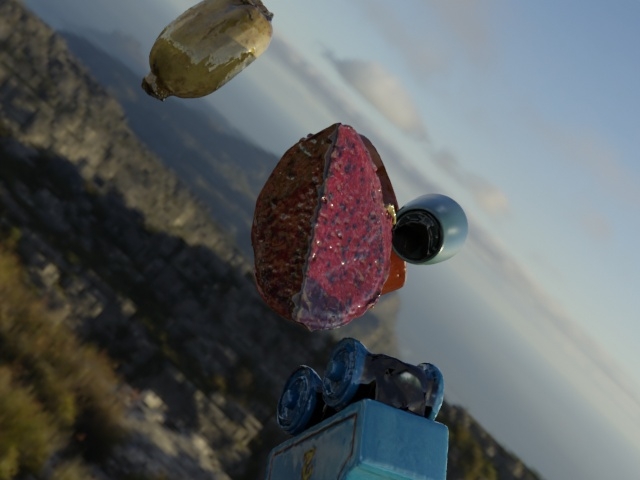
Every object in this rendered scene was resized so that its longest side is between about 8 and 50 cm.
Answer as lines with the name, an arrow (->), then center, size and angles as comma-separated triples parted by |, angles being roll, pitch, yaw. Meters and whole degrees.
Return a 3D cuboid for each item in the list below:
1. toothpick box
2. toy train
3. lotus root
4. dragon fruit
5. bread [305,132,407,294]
toothpick box -> 0.178, -0.015, 1.996 | 0.120, 0.120, 0.184 | 44, 15, 8
toy train -> 0.045, 0.302, 1.721 | 0.188, 0.300, 0.265 | 21, 57, -22
lotus root -> -0.216, -0.364, 2.231 | 0.146, 0.284, 0.160 | 55, -6, -36
dragon fruit -> 0.000, 0.000, 1.809 | 0.152, 0.317, 0.205 | -1, -20, 41
bread -> 0.069, -0.038, 2.280 | 0.295, 0.114, 0.328 | -120, -163, -47
